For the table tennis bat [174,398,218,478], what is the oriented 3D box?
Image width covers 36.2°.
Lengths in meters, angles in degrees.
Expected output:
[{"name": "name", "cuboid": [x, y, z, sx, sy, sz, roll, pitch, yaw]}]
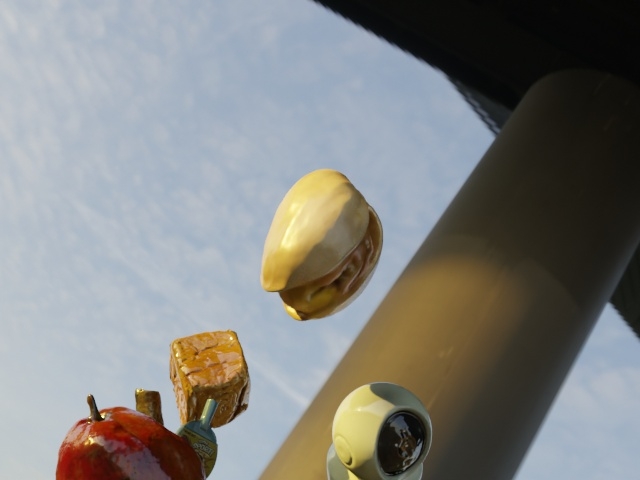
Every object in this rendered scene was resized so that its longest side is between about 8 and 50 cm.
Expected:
[{"name": "table tennis bat", "cuboid": [-0.210, 0.345, 1.665, 0.019, 0.155, 0.100, -10, -39, 46]}]

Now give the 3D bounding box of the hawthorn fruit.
[{"name": "hawthorn fruit", "cuboid": [-0.294, 0.350, 1.443, 0.224, 0.224, 0.261, -10, -67, 50]}]

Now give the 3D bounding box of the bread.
[{"name": "bread", "cuboid": [-0.215, 0.271, 1.899, 0.158, 0.149, 0.143, 93, -23, -47]}]

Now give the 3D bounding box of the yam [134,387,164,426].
[{"name": "yam", "cuboid": [-0.331, 0.415, 1.919, 0.061, 0.253, 0.061, -5, -10, -1]}]

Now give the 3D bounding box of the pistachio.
[{"name": "pistachio", "cuboid": [0.000, 0.000, 1.863, 0.230, 0.309, 0.230, 18, -28, 10]}]

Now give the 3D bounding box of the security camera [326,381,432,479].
[{"name": "security camera", "cuboid": [0.110, 0.374, 1.853, 0.194, 0.194, 0.236, 23, -51, 22]}]
